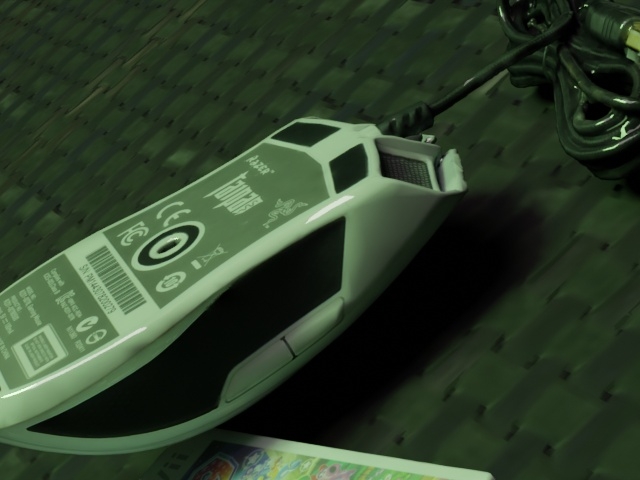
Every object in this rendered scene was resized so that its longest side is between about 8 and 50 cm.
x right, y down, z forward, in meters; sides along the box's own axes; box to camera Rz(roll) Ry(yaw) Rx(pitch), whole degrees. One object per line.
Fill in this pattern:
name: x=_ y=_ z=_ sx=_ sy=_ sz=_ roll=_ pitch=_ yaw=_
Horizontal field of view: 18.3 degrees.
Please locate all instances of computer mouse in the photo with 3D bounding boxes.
computer mouse: x=0.000 y=0.000 z=0.473 sx=0.193 sy=0.042 sz=0.106 roll=-31 pitch=26 yaw=-6

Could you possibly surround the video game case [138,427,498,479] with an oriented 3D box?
video game case: x=-0.023 y=0.077 z=0.411 sx=0.087 sy=0.011 sz=0.122 roll=-49 pitch=23 yaw=-22
